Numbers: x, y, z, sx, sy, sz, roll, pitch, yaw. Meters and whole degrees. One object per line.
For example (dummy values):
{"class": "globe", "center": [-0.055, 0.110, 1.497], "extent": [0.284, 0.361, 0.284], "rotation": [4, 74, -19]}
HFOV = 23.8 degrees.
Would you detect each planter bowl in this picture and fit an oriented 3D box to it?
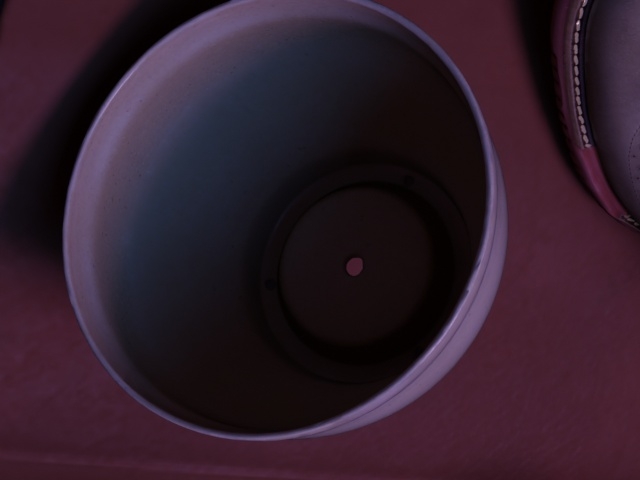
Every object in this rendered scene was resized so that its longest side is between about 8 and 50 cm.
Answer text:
{"class": "planter bowl", "center": [0.000, 0.000, 0.572], "extent": [0.162, 0.162, 0.109], "rotation": [-52, 155, 3]}

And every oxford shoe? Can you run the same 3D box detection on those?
{"class": "oxford shoe", "center": [0.222, -0.011, 0.696], "extent": [0.123, 0.130, 0.348], "rotation": [-45, 128, -3]}
